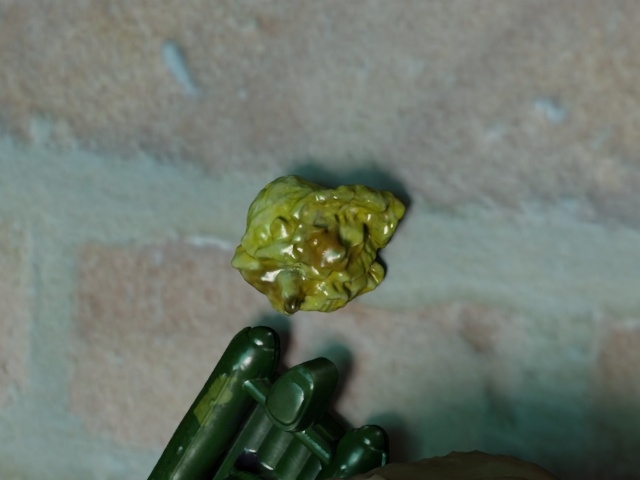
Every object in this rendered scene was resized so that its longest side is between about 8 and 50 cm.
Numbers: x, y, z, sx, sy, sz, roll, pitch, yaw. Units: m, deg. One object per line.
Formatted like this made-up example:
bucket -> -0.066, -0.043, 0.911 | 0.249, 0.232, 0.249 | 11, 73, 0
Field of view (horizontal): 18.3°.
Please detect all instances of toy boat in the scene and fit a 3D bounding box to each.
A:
toy boat -> -0.044, 0.140, 0.968 | 0.104, 0.052, 0.210 | 41, 114, 19

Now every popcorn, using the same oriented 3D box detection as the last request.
popcorn -> -0.002, -0.002, 0.922 | 0.083, 0.059, 0.068 | -28, 80, 23

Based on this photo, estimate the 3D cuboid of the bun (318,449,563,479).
bun -> 0.084, 0.194, 0.786 | 0.205, 0.281, 0.281 | -38, 75, 20
